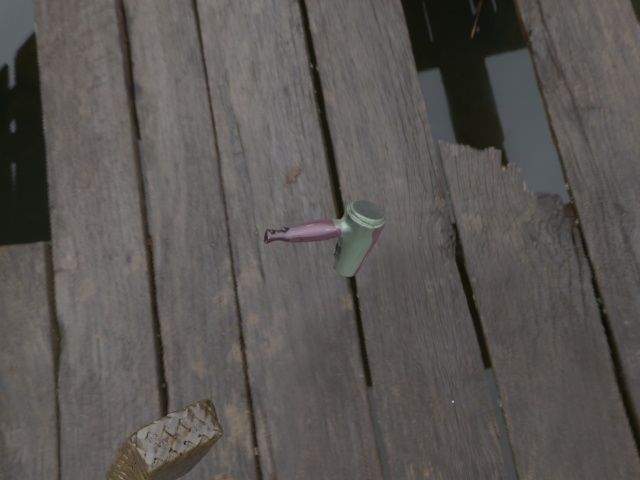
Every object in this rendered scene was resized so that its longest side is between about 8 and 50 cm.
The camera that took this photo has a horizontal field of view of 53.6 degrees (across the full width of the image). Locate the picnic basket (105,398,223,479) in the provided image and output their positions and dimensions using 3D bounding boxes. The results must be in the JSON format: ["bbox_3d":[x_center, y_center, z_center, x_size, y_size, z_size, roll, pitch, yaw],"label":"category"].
[{"bbox_3d":[-0.183,0.252,0.740,0.110,0.193,0.055,-19,70,-35],"label":"picnic basket"}]

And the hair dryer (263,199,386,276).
[{"bbox_3d":[0.000,-0.005,0.822,0.154,0.106,0.054,6,39,-24],"label":"hair dryer"}]
